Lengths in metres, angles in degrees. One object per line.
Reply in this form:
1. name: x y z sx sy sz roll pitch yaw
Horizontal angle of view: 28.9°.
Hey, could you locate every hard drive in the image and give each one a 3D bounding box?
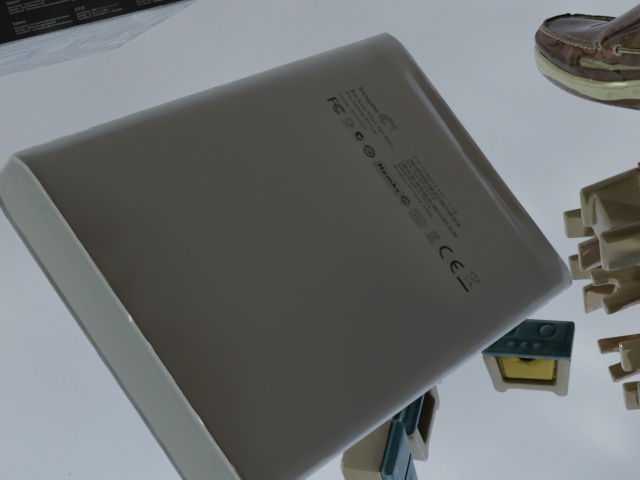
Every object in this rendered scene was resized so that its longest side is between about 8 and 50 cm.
1. hard drive: 0.000 0.000 0.687 0.307 0.040 0.203 -27 -102 -46

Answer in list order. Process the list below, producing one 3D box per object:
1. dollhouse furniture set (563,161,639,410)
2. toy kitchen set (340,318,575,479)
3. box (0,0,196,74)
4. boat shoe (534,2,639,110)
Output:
1. dollhouse furniture set: 0.364 0.043 1.336 0.135 0.259 0.262 -15 -136 3
2. toy kitchen set: 0.128 0.148 1.085 0.166 0.122 0.207 3 -129 18
3. box: -0.287 -0.187 1.077 0.307 0.242 0.077 -19 -84 -25
4. boat shoe: 0.262 -0.151 0.936 0.095 0.257 0.095 -26 -57 -28
